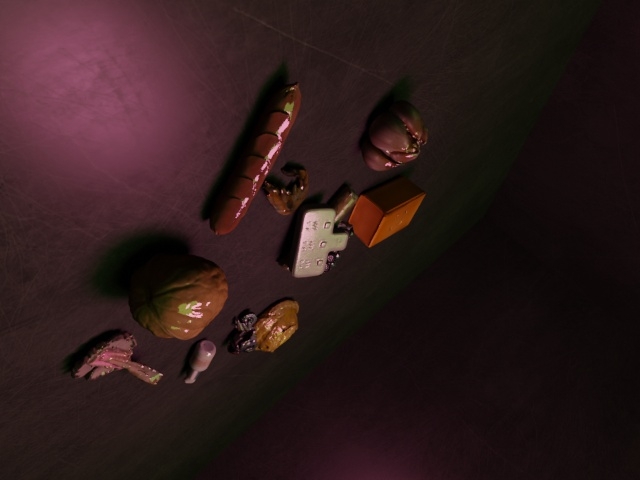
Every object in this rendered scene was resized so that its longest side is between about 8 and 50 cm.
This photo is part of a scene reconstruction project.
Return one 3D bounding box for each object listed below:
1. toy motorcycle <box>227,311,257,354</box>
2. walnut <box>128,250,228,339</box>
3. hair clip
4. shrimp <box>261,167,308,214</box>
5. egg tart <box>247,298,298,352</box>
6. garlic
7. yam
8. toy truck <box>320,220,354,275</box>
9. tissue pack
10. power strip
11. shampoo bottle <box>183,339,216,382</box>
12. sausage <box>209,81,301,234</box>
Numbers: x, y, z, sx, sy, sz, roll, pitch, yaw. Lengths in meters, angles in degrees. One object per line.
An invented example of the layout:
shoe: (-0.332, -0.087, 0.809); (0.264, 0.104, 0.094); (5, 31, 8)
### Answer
toy motorcycle: (-0.301, 0.360, 1.824); (0.122, 0.082, 0.213); (-19, 132, -29)
walnut: (-0.346, 0.131, 1.177); (0.225, 0.225, 0.261); (-50, 170, 8)
hair clip: (-0.557, 0.344, 1.340); (0.173, 0.069, 0.300); (-45, 148, -8)
shrimp: (-0.085, -0.150, 1.362); (0.145, 0.059, 0.254); (-47, 159, -7)
egg tart: (-0.189, 0.377, 2.014); (0.290, 0.115, 0.290); (-37, 158, -18)
garlic: (0.222, -0.329, 1.491); (0.214, 0.191, 0.160); (-34, 133, -1)
yam: (-0.005, -0.036, 1.686); (0.372, 0.083, 0.083); (-48, 158, 7)
toy truck: (0.030, 0.016, 1.775); (0.216, 0.116, 0.110); (-60, 173, 13)
tissue pack: (0.265, -0.123, 1.931); (0.274, 0.145, 0.195); (-26, 149, -39)
power strip: (0.000, 0.000, 1.620); (0.193, 0.059, 0.265); (-5, 122, -27)
shampoo bottle: (-0.439, 0.442, 1.720); (0.074, 0.074, 0.192); (-16, 142, -52)
sausage: (-0.156, -0.187, 1.140); (0.087, 0.088, 0.433); (-9, 138, -57)
